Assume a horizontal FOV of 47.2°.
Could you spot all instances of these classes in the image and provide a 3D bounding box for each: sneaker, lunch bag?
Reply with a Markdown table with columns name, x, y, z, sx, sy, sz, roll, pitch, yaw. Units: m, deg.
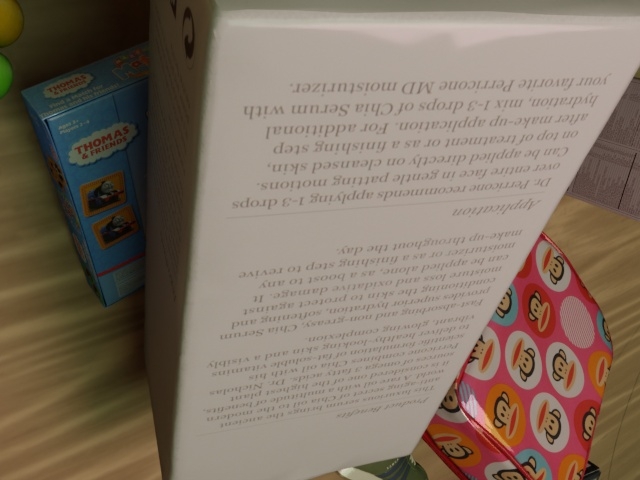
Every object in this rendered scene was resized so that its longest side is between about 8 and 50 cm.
| name | x | y | z | sx | sy | sz | roll | pitch | yaw |
| --- | --- | --- | --- | --- | --- | --- | --- | --- | --- |
| sneaker | 0.093 | 0.272 | 0.942 | 0.192 | 0.064 | 0.086 | 29 | 97 | -41 |
| lunch bag | 0.212 | 0.126 | 0.843 | 0.258 | 0.120 | 0.293 | 47 | 51 | -19 |

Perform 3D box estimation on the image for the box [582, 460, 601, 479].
| name | x | y | z | sx | sy | sz | roll | pitch | yaw |
| --- | --- | --- | --- | --- | --- | --- | --- | --- | --- |
| box | 0.276 | 0.529 | 1.206 | 0.395 | 0.097 | 0.318 | -5 | 113 | -38 |

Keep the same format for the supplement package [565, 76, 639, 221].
| name | x | y | z | sx | sy | sz | roll | pitch | yaw |
| --- | --- | --- | --- | --- | --- | --- | --- | --- | --- |
| supplement package | 0.375 | -0.120 | 0.883 | 0.194 | 0.203 | 0.149 | -2 | 112 | -40 |

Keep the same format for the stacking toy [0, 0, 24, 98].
| name | x | y | z | sx | sy | sz | roll | pitch | yaw |
| --- | --- | --- | --- | --- | --- | --- | --- | --- | --- |
| stacking toy | -0.236 | -0.122 | 0.432 | 0.141 | 0.141 | 0.330 | 20 | 93 | -44 |

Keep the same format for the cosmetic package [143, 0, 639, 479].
| name | x | y | z | sx | sy | sz | roll | pitch | yaw |
| --- | --- | --- | --- | --- | --- | --- | --- | --- | --- |
| cosmetic package | 0.000 | 0.000 | 0.519 | 0.230 | 0.161 | 0.453 | -5 | 139 | -20 |

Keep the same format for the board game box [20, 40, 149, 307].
| name | x | y | z | sx | sy | sz | roll | pitch | yaw |
| --- | --- | --- | --- | --- | --- | --- | --- | --- | --- |
| board game box | -0.122 | -0.055 | 0.568 | 0.160 | 0.039 | 0.211 | -30 | 150 | -25 |
